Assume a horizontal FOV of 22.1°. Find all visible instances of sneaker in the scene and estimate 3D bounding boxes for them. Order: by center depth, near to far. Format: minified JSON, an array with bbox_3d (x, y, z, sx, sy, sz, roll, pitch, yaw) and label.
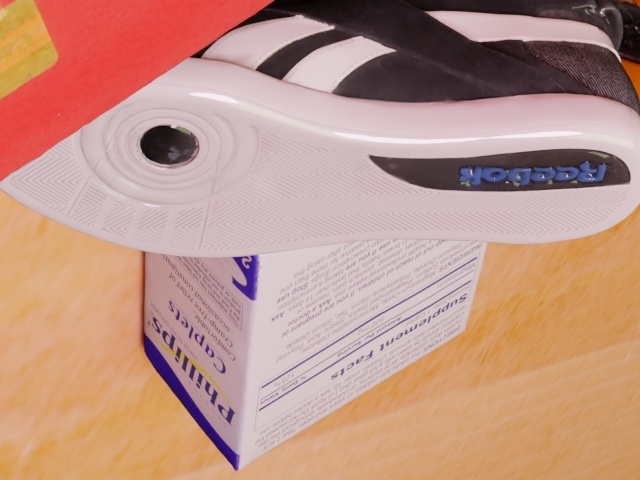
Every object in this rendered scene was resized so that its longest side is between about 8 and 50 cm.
[{"bbox_3d":[-0.005,-0.061,0.545,0.217,0.121,0.079,4,139,-11],"label":"sneaker"}]

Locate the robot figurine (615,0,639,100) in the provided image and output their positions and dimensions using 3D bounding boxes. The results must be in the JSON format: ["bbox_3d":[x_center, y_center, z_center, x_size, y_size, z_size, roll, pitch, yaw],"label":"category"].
[{"bbox_3d":[0.218,-0.112,0.757,0.291,0.085,0.211,-21,145,-37],"label":"robot figurine"}]

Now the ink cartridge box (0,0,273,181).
[{"bbox_3d":[-0.017,-0.147,0.364,0.296,0.066,0.261,-36,138,-15],"label":"ink cartridge box"}]

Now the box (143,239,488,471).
[{"bbox_3d":[0.000,0.000,0.633,0.126,0.072,0.137,-29,148,-28],"label":"box"}]
